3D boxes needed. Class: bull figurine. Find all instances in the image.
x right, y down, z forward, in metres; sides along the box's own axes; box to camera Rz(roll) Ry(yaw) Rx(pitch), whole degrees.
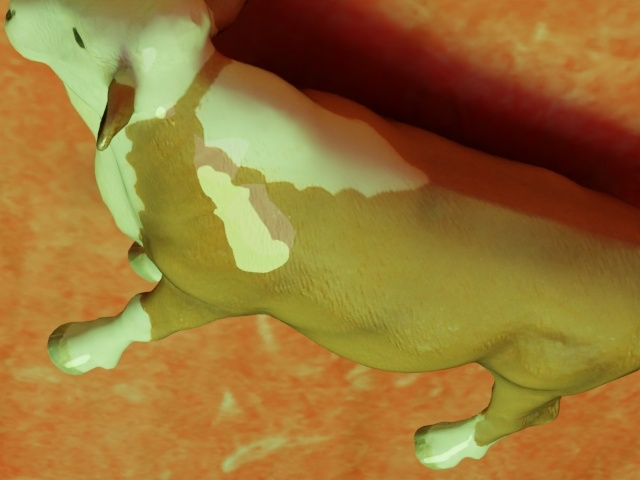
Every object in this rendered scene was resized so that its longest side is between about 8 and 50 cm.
[{"bbox_3d":[0.000,0.000,0.794,0.310,0.101,0.188,22,146,-21],"label":"bull figurine"}]
